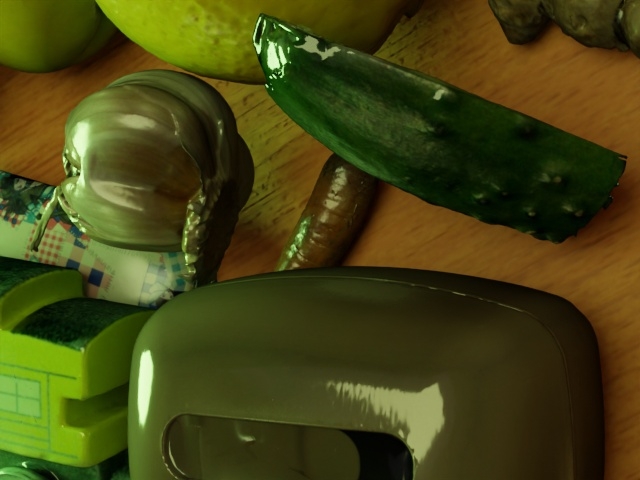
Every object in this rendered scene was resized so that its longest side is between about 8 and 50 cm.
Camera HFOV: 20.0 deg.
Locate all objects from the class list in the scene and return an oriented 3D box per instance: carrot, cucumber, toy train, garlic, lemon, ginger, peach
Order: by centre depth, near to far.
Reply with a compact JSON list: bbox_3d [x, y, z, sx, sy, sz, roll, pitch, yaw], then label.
[{"bbox_3d":[0.088,-0.087,1.504,0.105,0.325,0.145,-66,18,5],"label":"cucumber"},{"bbox_3d":[0.239,-0.207,1.585,0.204,0.080,0.104,19,116,29],"label":"ginger"},{"bbox_3d":[-0.057,-0.299,1.608,0.348,0.348,0.347,-4,81,26],"label":"lemon"},{"bbox_3d":[-0.161,-0.024,1.649,0.256,0.207,0.207,-48,66,23],"label":"garlic"},{"bbox_3d":[0.000,0.000,1.688,0.060,0.060,0.186,32,102,26],"label":"carrot"},{"bbox_3d":[-0.335,0.147,1.740,0.442,0.179,0.272,8,105,28],"label":"toy train"},{"bbox_3d":[-0.286,-0.279,1.787,0.231,0.231,0.231,-4,81,26],"label":"peach"}]

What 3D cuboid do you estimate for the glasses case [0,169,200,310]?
[{"bbox_3d":[-0.261,0.012,1.804,0.327,0.076,0.125,16,88,27],"label":"glasses case"}]

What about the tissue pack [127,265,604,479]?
[{"bbox_3d":[0.027,0.160,1.510,0.387,0.277,0.267,3,99,26],"label":"tissue pack"}]
